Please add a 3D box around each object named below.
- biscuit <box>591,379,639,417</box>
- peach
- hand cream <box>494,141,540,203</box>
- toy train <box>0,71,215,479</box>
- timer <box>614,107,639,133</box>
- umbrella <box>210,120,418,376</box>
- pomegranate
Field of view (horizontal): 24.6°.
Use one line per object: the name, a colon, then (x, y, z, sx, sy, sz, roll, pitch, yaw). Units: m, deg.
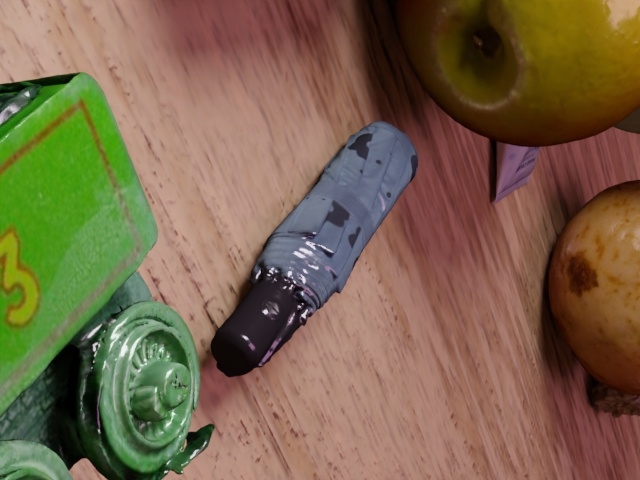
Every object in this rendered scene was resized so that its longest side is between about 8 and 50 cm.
biscuit: (0.324, 0.098, 1.501, 0.082, 0.070, 0.168, 34, 65, -52)
peach: (0.159, -0.181, 1.044, 0.231, 0.231, 0.231, -7, 98, -60)
hand cream: (0.175, -0.107, 1.254, 0.084, 0.053, 0.142, -28, 126, -58)
toy train: (-0.154, 0.050, 0.599, 0.243, 0.132, 0.188, -54, 131, -48)
timer: (0.258, -0.293, 1.214, 0.315, 0.291, 0.290, 43, 53, -28)
umbrella: (0.000, -0.002, 0.938, 0.250, 0.052, 0.053, -51, 135, -48)
pomegranate: (0.312, 0.037, 1.361, 0.215, 0.215, 0.215, -7, 98, -60)
